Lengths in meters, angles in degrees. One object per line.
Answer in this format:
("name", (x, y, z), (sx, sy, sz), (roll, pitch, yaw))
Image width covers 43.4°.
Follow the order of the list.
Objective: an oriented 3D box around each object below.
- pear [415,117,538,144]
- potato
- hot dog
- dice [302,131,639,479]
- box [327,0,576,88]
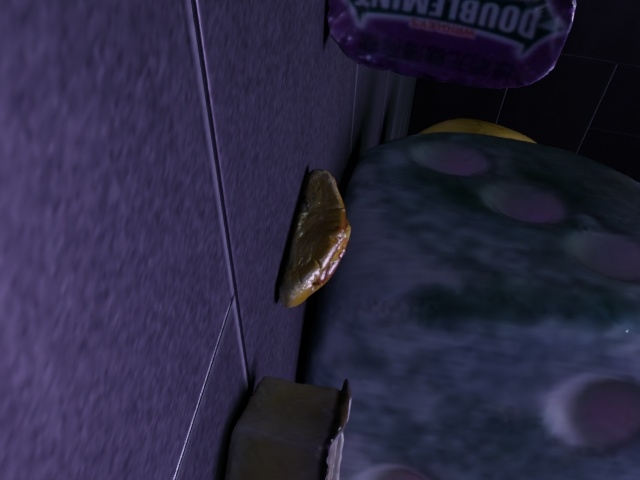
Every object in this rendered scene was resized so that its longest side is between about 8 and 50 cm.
("pear", (0.243, -0.029, 1.333), (0.348, 0.348, 0.348), (11, 90, -84))
("potato", (-0.020, 0.138, 0.436), (0.086, 0.061, 0.122), (-60, 159, -71))
("hot dog", (0.000, 0.000, 0.485), (0.030, 0.034, 0.090), (90, 11, -65))
("dice", (0.171, 0.102, 0.815), (0.328, 0.348, 0.330), (-73, 173, -58))
("box", (0.103, -0.246, 0.534), (0.097, 0.134, 0.345), (92, 12, -49))
